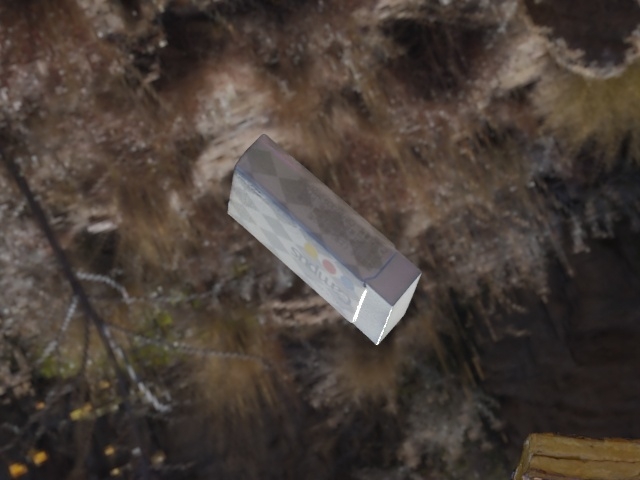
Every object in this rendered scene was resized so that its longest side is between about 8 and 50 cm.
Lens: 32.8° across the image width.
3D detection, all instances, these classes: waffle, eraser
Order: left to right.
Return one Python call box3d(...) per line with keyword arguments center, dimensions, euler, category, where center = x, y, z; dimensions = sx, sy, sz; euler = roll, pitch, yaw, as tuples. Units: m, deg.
box3d(center=(-0.001, 0.000, 2.006), dimensions=(0.082, 0.397, 0.213), euler=(-41, 164, -26), category="eraser")
box3d(center=(0.385, 0.412, 1.662), dimensions=(0.212, 0.091, 0.308), euler=(4, 136, -2), category="waffle")
